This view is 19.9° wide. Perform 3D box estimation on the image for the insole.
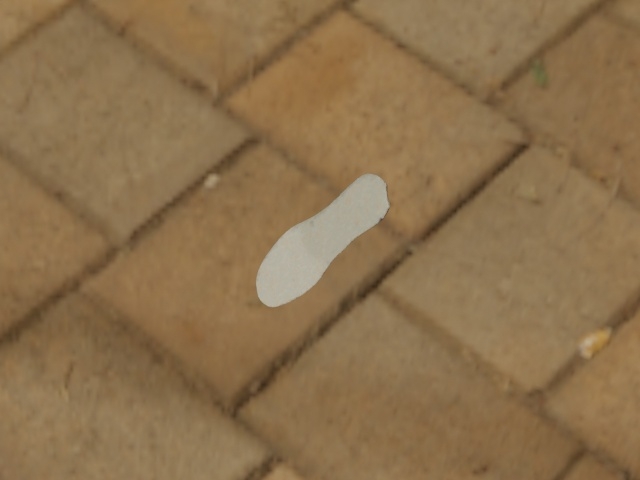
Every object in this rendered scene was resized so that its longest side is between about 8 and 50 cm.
[{"bbox_3d":[0.000,0.000,1.859,0.004,0.197,0.065,1,53,-54],"label":"insole"}]
